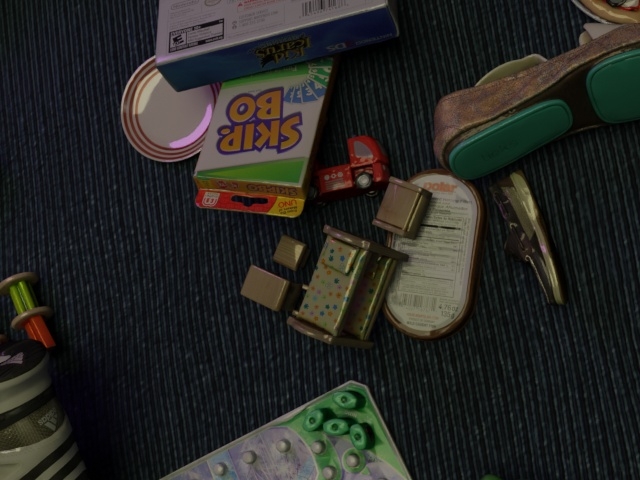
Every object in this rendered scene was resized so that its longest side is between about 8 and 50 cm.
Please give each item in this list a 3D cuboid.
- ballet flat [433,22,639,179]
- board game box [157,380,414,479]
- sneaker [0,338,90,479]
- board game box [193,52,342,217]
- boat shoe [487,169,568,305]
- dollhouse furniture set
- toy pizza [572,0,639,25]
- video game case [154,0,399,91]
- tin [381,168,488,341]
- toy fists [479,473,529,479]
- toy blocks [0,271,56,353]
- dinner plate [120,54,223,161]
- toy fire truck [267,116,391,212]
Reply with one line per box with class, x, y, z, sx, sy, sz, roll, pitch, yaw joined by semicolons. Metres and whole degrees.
ballet flat;0.261;-0.167;0.974;0.316;0.107;0.106;-19;48;10
board game box;-0.044;0.407;1.008;0.390;0.050;0.390;-29;75;12
sneaker;-0.442;0.273;1.090;0.447;0.169;0.257;-11;104;36
board game box;-0.055;-0.147;1.052;0.124;0.039;0.259;6;65;14
boat shoe;0.217;0.002;0.988;0.049;0.056;0.152;-22;67;18
dollhouse furniture set;0.000;0.000;1.005;0.161;0.101;0.182;22;93;32
toy pizza;0.351;-0.322;1.002;0.201;0.032;0.201;-3;81;17
video game case;-0.052;-0.310;1.075;0.269;0.061;0.244;-11;61;16
tin;0.123;0.015;1.022;0.106;0.040;0.189;7;84;14
toy fists;0.250;0.338;0.901;0.279;0.096;0.142;35;95;16
toy blocks;-0.372;0.130;1.149;0.123;0.054;0.148;-30;74;12
dinner plate;-0.178;-0.164;1.151;0.141;0.017;0.141;-3;81;18
toy fire truck;-0.020;-0.104;1.077;0.192;0.047;0.135;-12;77;14
